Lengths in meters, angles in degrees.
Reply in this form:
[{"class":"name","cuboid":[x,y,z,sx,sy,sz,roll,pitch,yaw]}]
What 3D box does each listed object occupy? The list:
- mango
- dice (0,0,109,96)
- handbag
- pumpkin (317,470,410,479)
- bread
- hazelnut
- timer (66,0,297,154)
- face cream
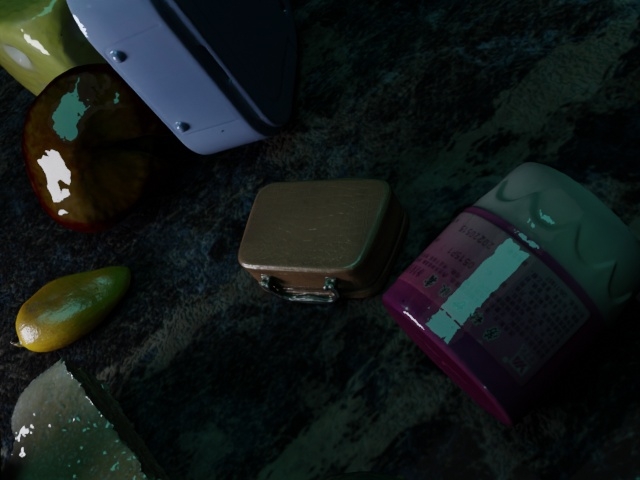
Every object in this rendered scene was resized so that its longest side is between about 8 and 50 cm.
[{"class":"mango","cuboid":[-0.346,0.092,1.174,0.187,0.066,0.101,-28,47,-1]},{"class":"dice","cuboid":[-0.410,-0.367,1.439,0.227,0.233,0.238,16,67,37]},{"class":"handbag","cuboid":[0.000,0.000,1.025,0.193,0.072,0.151,0,57,29]},{"class":"pumpkin","cuboid":[-0.007,0.336,0.630,0.328,0.291,0.257,-39,75,21]},{"class":"bread","cuboid":[-0.264,0.285,0.953,0.183,0.102,0.337,-48,49,-3]},{"class":"hazelnut","cuboid":[-0.324,-0.135,1.241,0.217,0.217,0.251,26,98,41]},{"class":"timer","cuboid":[-0.184,-0.342,1.192,0.173,0.395,0.395,-15,50,25]},{"class":"face cream","cuboid":[0.183,0.048,0.804,0.195,0.175,0.175,-45,46,-4]}]
